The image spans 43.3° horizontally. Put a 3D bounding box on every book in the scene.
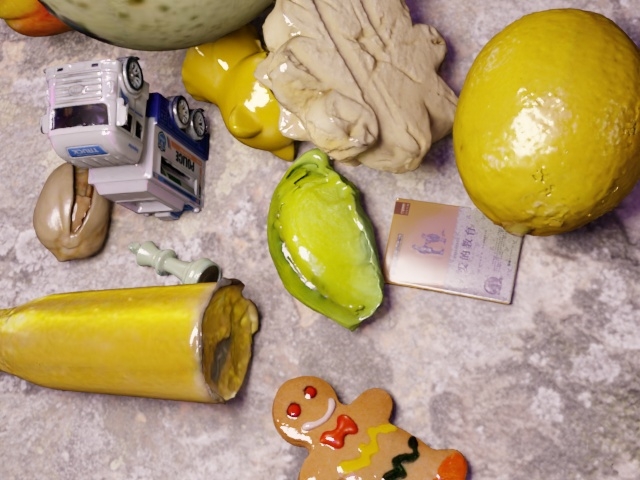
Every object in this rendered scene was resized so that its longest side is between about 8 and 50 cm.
[{"bbox_3d":[0.170,0.012,1.048,0.172,0.012,0.118,9,78,19],"label":"book"}]

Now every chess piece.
[{"bbox_3d":[-0.214,0.033,1.140,0.149,0.059,0.059,22,83,28],"label":"chess piece"}]

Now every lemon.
[{"bbox_3d":[0.271,-0.137,0.941,0.235,0.236,0.263,11,101,19],"label":"lemon"}]

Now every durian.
[{"bbox_3d":[0.000,0.000,1.059,0.139,0.101,0.250,-19,68,-19],"label":"durian"}]

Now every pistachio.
[{"bbox_3d":[-0.360,-0.044,1.179,0.113,0.113,0.149,-2,61,16],"label":"pistachio"}]

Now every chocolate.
[{"bbox_3d":[-0.308,0.127,1.096,0.445,0.162,0.162,-1,76,22],"label":"chocolate"}]

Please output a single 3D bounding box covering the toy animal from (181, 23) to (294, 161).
[{"bbox_3d":[-0.111,-0.218,1.118,0.156,0.156,0.230,-37,65,5],"label":"toy animal"}]

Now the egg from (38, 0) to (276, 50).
[{"bbox_3d":[-0.173,-0.417,0.971,0.428,0.345,0.345,-37,66,-24],"label":"egg"}]

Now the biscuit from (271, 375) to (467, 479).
[{"bbox_3d":[0.044,0.252,0.981,0.250,0.036,0.165,36,64,21],"label":"biscuit"}]

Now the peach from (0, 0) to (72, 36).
[{"bbox_3d":[-0.399,-0.471,1.198,0.308,0.308,0.332,41,85,21],"label":"peach"}]

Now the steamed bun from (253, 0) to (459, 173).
[{"bbox_3d":[0.046,-0.205,1.034,0.137,0.292,0.296,-37,43,49],"label":"steamed bun"}]

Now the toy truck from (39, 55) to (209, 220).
[{"bbox_3d":[-0.252,-0.129,1.075,0.124,0.268,0.155,-4,77,17],"label":"toy truck"}]
